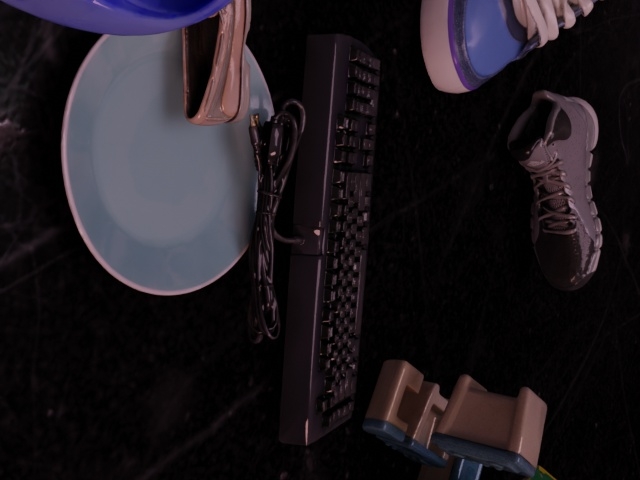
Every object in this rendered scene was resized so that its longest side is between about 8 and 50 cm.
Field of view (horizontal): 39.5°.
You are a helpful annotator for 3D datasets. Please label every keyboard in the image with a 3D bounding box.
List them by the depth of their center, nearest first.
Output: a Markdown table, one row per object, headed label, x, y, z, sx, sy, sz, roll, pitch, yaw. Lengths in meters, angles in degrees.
| label | x | y | z | sx | sy | sz | roll | pitch | yaw |
| --- | --- | --- | --- | --- | --- | --- | --- | --- | --- |
| keyboard | 0.000 | 0.000 | 0.689 | 0.201 | 0.033 | 0.317 | -4 | 99 | -62 |

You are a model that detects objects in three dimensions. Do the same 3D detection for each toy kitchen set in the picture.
| label | x | y | z | sx | sy | sz | roll | pitch | yaw |
| --- | --- | --- | --- | --- | --- | --- | --- | --- | --- |
| toy kitchen set | 0.142 | 0.210 | 0.820 | 0.207 | 0.166 | 0.122 | 41 | 64 | -47 |

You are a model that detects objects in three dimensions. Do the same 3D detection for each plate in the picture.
| label | x | y | z | sx | sy | sz | roll | pitch | yaw |
| --- | --- | --- | --- | --- | --- | --- | --- | --- | --- |
| plate | -0.096 | -0.058 | 0.583 | 0.188 | 0.024 | 0.188 | -11 | 104 | -51 |

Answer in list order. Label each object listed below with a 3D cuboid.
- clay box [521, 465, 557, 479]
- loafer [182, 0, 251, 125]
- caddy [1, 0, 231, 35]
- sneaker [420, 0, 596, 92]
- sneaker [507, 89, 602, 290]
| label | x | y | z | sx | sy | sz | roll | pitch | yaw |
| --- | --- | --- | --- | --- | --- | --- | --- | --- | --- |
| clay box | 0.150 | 0.315 | 0.847 | 0.127 | 0.053 | 0.222 | -41 | 162 | -37 |
| loafer | -0.069 | -0.133 | 0.552 | 0.039 | 0.045 | 0.125 | -20 | 113 | -44 |
| caddy | -0.122 | -0.230 | 0.321 | 0.341 | 0.241 | 0.179 | 76 | 31 | -53 |
| sneaker | 0.253 | -0.265 | 0.831 | 0.323 | 0.236 | 0.130 | -58 | 136 | -30 |
| sneaker | 0.252 | -0.061 | 1.003 | 0.132 | 0.086 | 0.228 | 11 | 77 | -48 |
